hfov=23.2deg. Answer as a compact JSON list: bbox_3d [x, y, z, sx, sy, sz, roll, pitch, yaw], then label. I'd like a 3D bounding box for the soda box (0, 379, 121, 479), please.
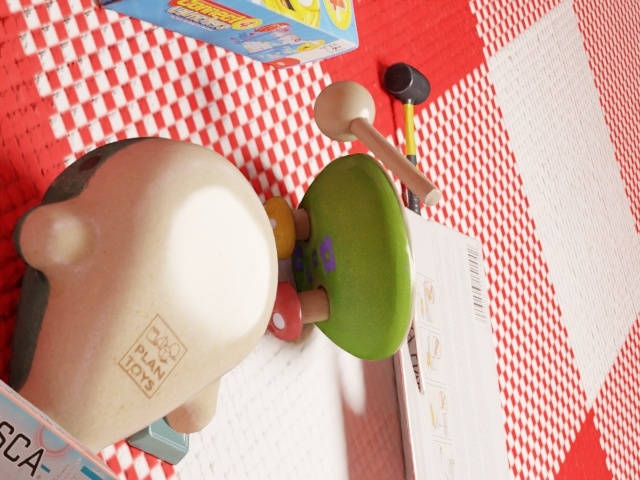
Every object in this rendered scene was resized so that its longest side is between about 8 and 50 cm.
[{"bbox_3d":[-0.198,0.102,0.878,0.058,0.063,0.183,-50,120,-9],"label":"soda box"}]

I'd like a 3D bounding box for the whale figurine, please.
[{"bbox_3d":[-0.148,0.055,1.030,0.272,0.141,0.216,-57,134,-24],"label":"whale figurine"}]

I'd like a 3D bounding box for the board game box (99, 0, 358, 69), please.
[{"bbox_3d":[-0.090,-0.325,1.338,0.302,0.086,0.308,7,72,-63],"label":"board game box"}]

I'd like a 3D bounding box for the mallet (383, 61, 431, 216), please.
[{"bbox_3d":[0.102,-0.098,1.697,0.062,0.039,0.189,2,81,-66],"label":"mallet"}]

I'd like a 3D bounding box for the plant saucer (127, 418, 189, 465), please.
[{"bbox_3d":[-0.117,0.069,1.180,0.067,0.018,0.192,38,47,-53],"label":"plant saucer"}]

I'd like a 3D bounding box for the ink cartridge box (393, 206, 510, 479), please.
[{"bbox_3d":[0.105,0.124,1.555,0.261,0.066,0.296,23,58,-60],"label":"ink cartridge box"}]

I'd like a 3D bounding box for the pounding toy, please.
[{"bbox_3d":[0.000,0.000,1.332,0.183,0.110,0.237,-119,-150,-42],"label":"pounding toy"}]
